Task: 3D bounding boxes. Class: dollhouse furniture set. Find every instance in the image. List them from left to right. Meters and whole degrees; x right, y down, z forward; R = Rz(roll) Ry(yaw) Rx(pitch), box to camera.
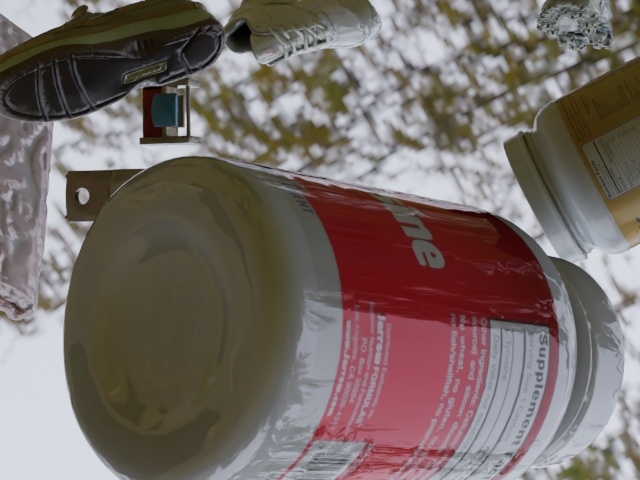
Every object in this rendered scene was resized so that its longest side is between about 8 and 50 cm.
[{"bbox_3d":[-0.236,-0.114,2.161,0.128,0.184,0.129,-1,179,22],"label":"dollhouse furniture set"}]

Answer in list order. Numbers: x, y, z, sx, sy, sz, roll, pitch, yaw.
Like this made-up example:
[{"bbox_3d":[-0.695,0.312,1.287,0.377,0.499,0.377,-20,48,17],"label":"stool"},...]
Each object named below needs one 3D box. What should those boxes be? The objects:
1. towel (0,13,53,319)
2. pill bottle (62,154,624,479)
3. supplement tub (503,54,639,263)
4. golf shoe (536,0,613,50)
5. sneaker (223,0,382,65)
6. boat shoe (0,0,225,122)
[{"bbox_3d":[-0.392,-0.123,1.761,0.053,0.317,0.332,-19,-125,29],"label":"towel"},{"bbox_3d":[0.036,0.076,1.242,0.229,0.407,0.229,-8,-102,43],"label":"pill bottle"},{"bbox_3d":[0.271,-0.077,1.456,0.199,0.144,0.144,-28,-147,12],"label":"supplement tub"},{"bbox_3d":[0.264,-0.251,1.777,0.069,0.176,0.086,3,-92,15],"label":"golf shoe"},{"bbox_3d":[-0.028,-0.255,2.117,0.232,0.090,0.115,3,-139,43],"label":"sneaker"},{"bbox_3d":[-0.166,-0.139,1.251,0.190,0.068,0.072,-17,-127,-33],"label":"boat shoe"}]
